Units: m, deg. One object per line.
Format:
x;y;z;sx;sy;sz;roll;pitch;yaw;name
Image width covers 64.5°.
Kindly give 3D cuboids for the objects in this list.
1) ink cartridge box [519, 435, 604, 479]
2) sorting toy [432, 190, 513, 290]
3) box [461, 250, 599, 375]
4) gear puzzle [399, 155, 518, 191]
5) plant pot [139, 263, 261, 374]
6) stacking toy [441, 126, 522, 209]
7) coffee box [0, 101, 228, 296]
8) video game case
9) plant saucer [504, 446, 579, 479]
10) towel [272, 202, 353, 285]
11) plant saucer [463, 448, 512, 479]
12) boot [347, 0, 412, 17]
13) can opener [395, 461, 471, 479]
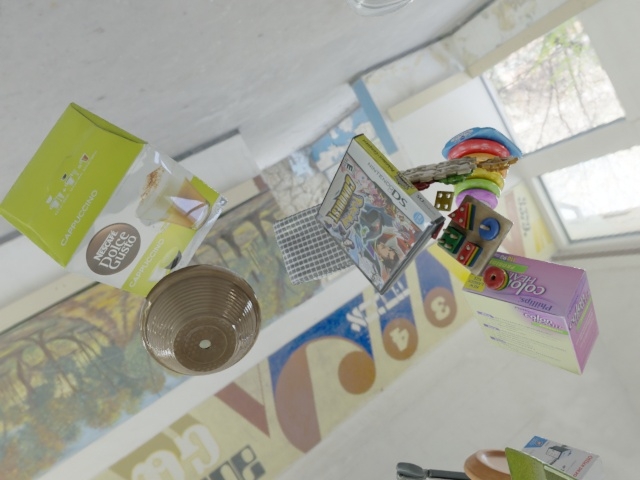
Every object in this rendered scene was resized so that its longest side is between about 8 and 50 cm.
0.656;0.636;1.405;0.139;0.082;0.190;-23;-168;-36;ink cartridge box
0.308;-0.020;1.074;0.274;0.046;0.132;47;-64;47;sorting toy
0.455;0.152;1.092;0.213;0.243;0.117;14;-118;44;box
0.274;-0.146;1.160;0.338;0.044;0.175;-10;-164;20;gear puzzle
-0.225;0.174;0.978;0.237;0.237;0.110;-30;-156;-6;plant pot
0.404;-0.124;1.306;0.175;0.165;0.302;-22;-132;50;stacking toy
-0.526;-0.092;1.314;0.338;0.338;0.334;-58;150;-5;coffee box
0.111;-0.047;1.087;0.035;0.248;0.275;-28;158;-35;video game case
0.382;0.438;0.803;0.045;0.188;0.188;-35;-143;32;plant saucer
0.000;0.000;1.682;0.283;0.235;0.121;-22;170;16;towel
0.409;0.491;1.080;0.199;0.037;0.200;7;179;0;plant saucer
0.144;-0.398;0.648;0.258;0.095;0.123;-36;180;0;boot
0.400;0.832;1.766;0.093;0.280;0.074;96;1;-52;can opener
